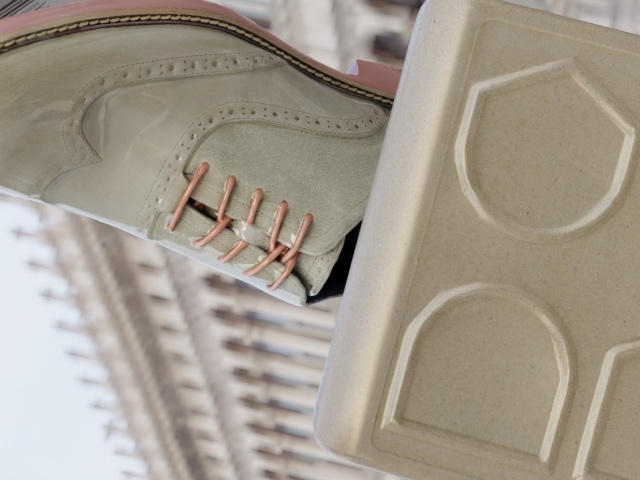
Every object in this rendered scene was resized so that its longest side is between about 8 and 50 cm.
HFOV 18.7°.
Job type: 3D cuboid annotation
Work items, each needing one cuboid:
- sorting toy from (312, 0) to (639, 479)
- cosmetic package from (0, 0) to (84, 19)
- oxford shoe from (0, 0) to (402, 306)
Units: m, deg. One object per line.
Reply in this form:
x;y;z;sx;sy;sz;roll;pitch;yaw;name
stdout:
0.140;-0.027;0.837;0.041;0.229;0.307;-9;-66;-78;sorting toy
-0.334;-0.118;1.611;0.155;0.197;0.365;-44;7;-40;cosmetic package
-0.046;-0.043;1.165;0.140;0.397;0.146;-59;40;35;oxford shoe
